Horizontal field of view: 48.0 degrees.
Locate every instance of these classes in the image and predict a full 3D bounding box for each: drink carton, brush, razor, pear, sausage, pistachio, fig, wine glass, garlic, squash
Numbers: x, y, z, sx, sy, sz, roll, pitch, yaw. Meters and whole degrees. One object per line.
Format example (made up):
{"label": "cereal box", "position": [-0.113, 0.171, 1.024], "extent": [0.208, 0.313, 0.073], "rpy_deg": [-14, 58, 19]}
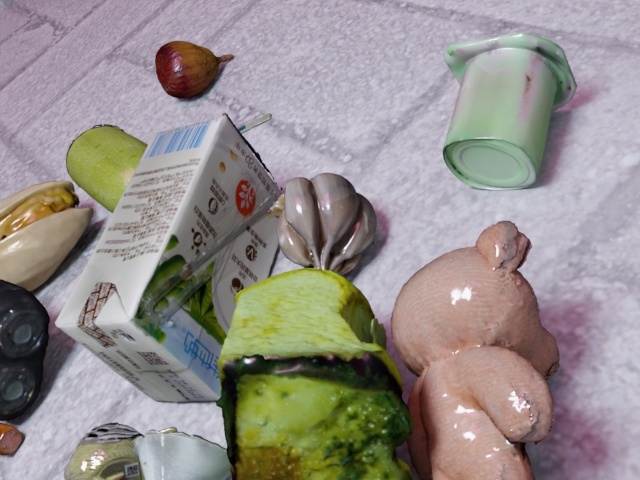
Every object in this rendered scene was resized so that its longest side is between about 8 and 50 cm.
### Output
{"label": "drink carton", "position": [-0.170, 0.020, 0.925], "extent": [0.132, 0.194, 0.325], "rpy_deg": [-9, 47, 30]}
{"label": "brush", "position": [-0.123, -0.200, 1.244], "extent": [0.083, 0.013, 0.016], "rpy_deg": [-23, 40, 11]}
{"label": "razor", "position": [-0.529, 0.138, 1.080], "extent": [0.326, 0.107, 0.189], "rpy_deg": [14, 94, 36]}
{"label": "drink carton", "position": [0.221, -0.147, 0.871], "extent": [0.144, 0.146, 0.142], "rpy_deg": [0, 60, 35]}
{"label": "pear", "position": [-0.006, 0.162, 0.704], "extent": [0.163, 0.239, 0.255], "rpy_deg": [-4, 18, -1]}
{"label": "sausage", "position": [-0.471, 0.273, 1.007], "extent": [0.131, 0.039, 0.041], "rpy_deg": [-3, 58, 34]}
{"label": "pistachio", "position": [-0.492, -0.003, 1.215], "extent": [0.229, 0.157, 0.157], "rpy_deg": [-41, 41, -12]}
{"label": "fig", "position": [-0.254, -0.330, 1.411], "extent": [0.119, 0.153, 0.119], "rpy_deg": [3, 95, 38]}
{"label": "wine glass", "position": [-0.154, 0.296, 0.717], "extent": [0.122, 0.122, 0.183], "rpy_deg": [-12, 50, 25]}
{"label": "garlic", "position": [0.000, 0.000, 0.878], "extent": [0.127, 0.131, 0.194], "rpy_deg": [-45, 30, 36]}
{"label": "squash", "position": [-0.320, -0.101, 1.195], "extent": [0.132, 0.132, 0.247], "rpy_deg": [-45, 43, -11]}

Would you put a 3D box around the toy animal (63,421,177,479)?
{"label": "toy animal", "position": [-0.231, 0.248, 0.831], "extent": [0.137, 0.098, 0.098], "rpy_deg": [-39, 40, -15]}

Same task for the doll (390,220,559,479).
{"label": "doll", "position": [0.158, 0.152, 0.642], "extent": [0.201, 0.156, 0.304], "rpy_deg": [133, 136, -53]}
